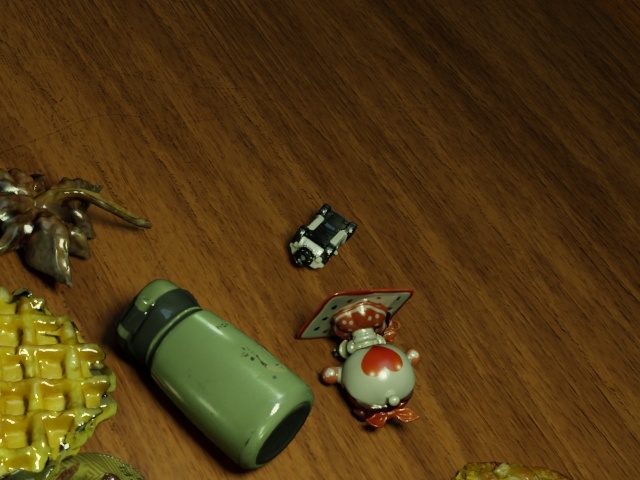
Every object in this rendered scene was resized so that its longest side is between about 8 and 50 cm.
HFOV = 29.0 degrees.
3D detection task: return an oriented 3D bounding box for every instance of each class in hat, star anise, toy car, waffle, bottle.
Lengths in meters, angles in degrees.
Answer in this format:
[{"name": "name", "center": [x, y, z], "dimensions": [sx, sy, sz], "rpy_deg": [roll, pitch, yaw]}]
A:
[{"name": "hat", "center": [-0.309, 0.360, 1.762], "dimensions": [0.193, 0.082, 0.193], "rpy_deg": [18, 38, -14]}, {"name": "star anise", "center": [-0.475, -0.048, 2.104], "dimensions": [0.349, 0.109, 0.292], "rpy_deg": [26, 43, -4]}, {"name": "toy car", "center": [0.000, 0.000, 2.370], "dimensions": [0.080, 0.070, 0.170], "rpy_deg": [34, 36, 7]}, {"name": "waffle", "center": [-0.506, 0.215, 1.799], "dimensions": [0.379, 0.095, 0.382], "rpy_deg": [37, 41, 12]}, {"name": "bottle", "center": [-0.181, 0.198, 1.964], "dimensions": [0.347, 0.168, 0.168], "rpy_deg": [39, 39, 21]}]

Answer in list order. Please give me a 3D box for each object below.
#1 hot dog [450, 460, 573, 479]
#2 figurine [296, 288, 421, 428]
[{"name": "hot dog", "center": [0.347, 0.499, 1.933], "dimensions": [0.267, 0.174, 0.387], "rpy_deg": [1, 44, -34]}, {"name": "figurine", "center": [0.097, 0.219, 2.137], "dimensions": [0.183, 0.160, 0.226], "rpy_deg": [-2, 56, -32]}]
